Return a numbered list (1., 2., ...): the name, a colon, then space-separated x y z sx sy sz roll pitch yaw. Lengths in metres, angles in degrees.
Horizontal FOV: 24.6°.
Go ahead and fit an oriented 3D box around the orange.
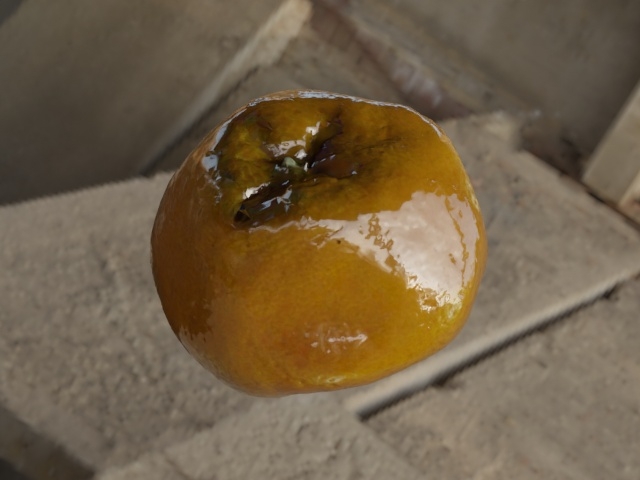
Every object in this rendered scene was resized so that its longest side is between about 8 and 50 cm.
1. orange: 0.000 0.000 1.054 0.249 0.249 0.183 44 -9 31
